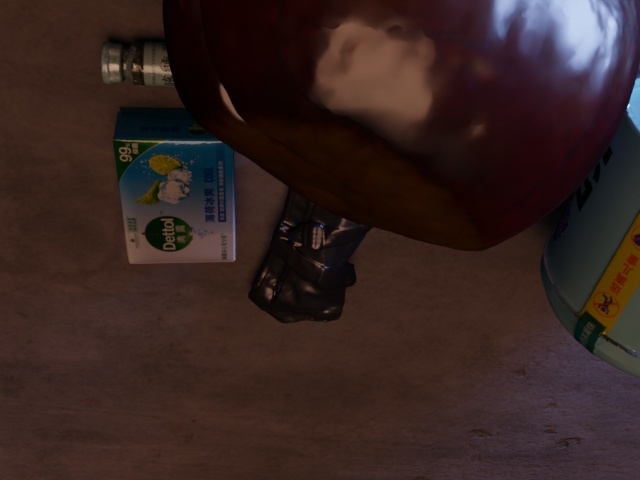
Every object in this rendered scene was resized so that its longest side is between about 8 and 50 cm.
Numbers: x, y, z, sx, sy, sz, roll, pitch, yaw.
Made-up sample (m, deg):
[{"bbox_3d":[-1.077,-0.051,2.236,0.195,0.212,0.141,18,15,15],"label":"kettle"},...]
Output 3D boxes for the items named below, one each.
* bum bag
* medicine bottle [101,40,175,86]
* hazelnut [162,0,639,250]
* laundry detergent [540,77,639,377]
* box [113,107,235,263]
[{"bbox_3d":[0.000,0.000,1.082,0.137,0.074,0.310,17,127,-6],"label":"bum bag"},{"bbox_3d":[-0.147,-0.197,0.910,0.191,0.051,0.051,0,131,-6],"label":"medicine bottle"},{"bbox_3d":[0.069,-0.193,0.743,0.429,0.402,0.402,20,126,-14],"label":"hazelnut"},{"bbox_3d":[0.438,0.001,0.981,0.287,0.287,0.305,7,130,-11],"label":"laundry detergent"},{"bbox_3d":[-0.176,-0.065,1.006,0.139,0.073,0.194,-1,131,-5],"label":"box"}]
